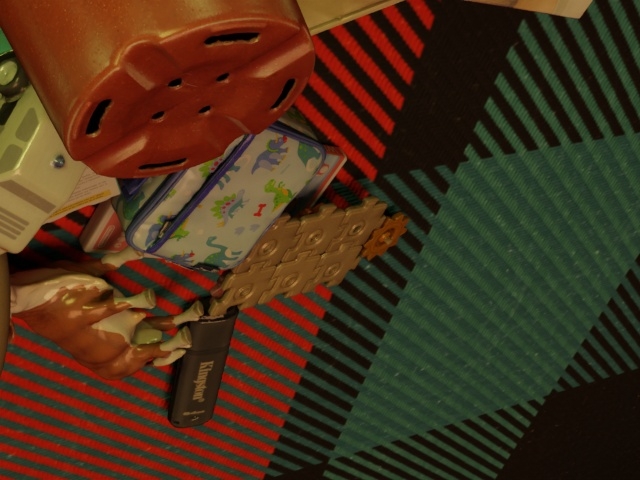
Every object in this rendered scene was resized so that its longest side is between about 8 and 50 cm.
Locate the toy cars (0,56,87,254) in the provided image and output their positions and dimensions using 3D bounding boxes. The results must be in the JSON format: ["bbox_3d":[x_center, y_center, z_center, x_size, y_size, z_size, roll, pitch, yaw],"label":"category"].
[{"bbox_3d":[-0.179,-0.120,1.039,0.394,0.087,0.176,-35,131,-40],"label":"toy cars"}]

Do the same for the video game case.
[{"bbox_3d":[-0.126,-0.052,1.361,0.285,0.025,0.204,6,131,-42],"label":"video game case"}]

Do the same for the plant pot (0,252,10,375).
[{"bbox_3d":[-0.411,0.005,1.039,0.284,0.284,0.190,22,84,-50],"label":"plant pot"}]

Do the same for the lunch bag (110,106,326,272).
[{"bbox_3d":[-0.117,-0.068,1.249,0.219,0.090,0.176,-46,140,19],"label":"lunch bag"}]

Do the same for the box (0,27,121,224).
[{"bbox_3d":[-0.279,-0.123,1.119,0.101,0.060,0.244,-23,145,-12],"label":"box"}]

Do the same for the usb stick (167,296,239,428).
[{"bbox_3d":[-0.171,0.179,1.604,0.077,0.045,0.278,-13,143,-27],"label":"usb stick"}]

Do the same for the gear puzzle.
[{"bbox_3d":[0.000,0.000,1.482,0.339,0.044,0.175,-12,143,-43],"label":"gear puzzle"}]

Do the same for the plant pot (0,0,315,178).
[{"bbox_3d":[-0.147,-0.210,0.872,0.272,0.265,0.272,-23,160,-9],"label":"plant pot"}]

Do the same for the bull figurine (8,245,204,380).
[{"bbox_3d":[-0.271,0.084,1.339,0.188,0.101,0.310,-14,153,12],"label":"bull figurine"}]

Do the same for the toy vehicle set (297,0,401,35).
[{"bbox_3d":[0.047,-0.309,1.155,0.267,0.035,0.166,-23,145,-12],"label":"toy vehicle set"}]

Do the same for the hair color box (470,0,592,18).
[{"bbox_3d":[0.167,-0.334,1.089,0.339,0.110,0.185,0,136,-36],"label":"hair color box"}]
